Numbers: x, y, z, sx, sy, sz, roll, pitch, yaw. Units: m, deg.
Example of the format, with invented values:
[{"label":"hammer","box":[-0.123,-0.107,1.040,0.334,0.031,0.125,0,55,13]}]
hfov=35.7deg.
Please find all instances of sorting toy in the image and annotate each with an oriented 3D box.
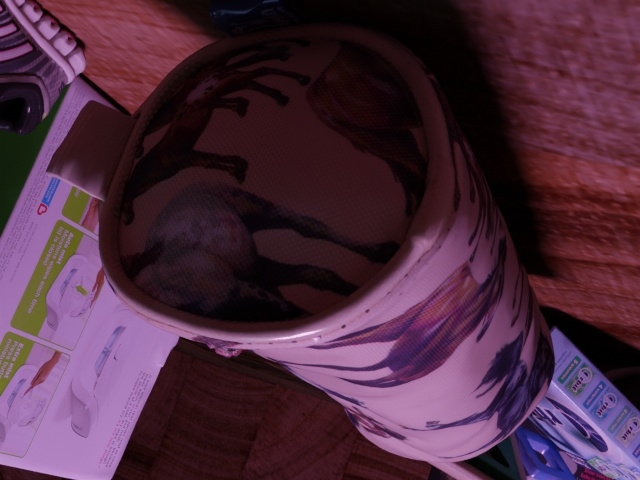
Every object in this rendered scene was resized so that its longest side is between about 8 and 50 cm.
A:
[{"label":"sorting toy","box":[0.110,0.134,0.854,0.348,0.047,0.196,33,-160,-17]}]

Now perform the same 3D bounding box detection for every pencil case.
[{"label":"pencil case","box":[0.030,0.028,0.582,0.184,0.160,0.410,27,172,26]}]

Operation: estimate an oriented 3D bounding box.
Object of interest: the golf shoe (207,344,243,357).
[{"label":"golf shoe","box":[-0.207,0.126,1.674,0.186,0.067,0.086,22,139,3]}]

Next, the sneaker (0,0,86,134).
[{"label":"sneaker","box":[-0.199,-0.111,0.542,0.063,0.074,0.170,14,166,29]}]

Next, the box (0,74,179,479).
[{"label":"box","box":[-0.211,0.031,0.748,0.127,0.262,0.231,15,168,26]}]

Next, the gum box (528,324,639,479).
[{"label":"gum box","box":[0.223,0.147,0.900,0.184,0.041,0.157,44,168,-11]}]

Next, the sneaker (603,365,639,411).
[{"label":"sneaker","box":[0.328,0.152,0.862,0.086,0.064,0.192,24,172,-41]}]

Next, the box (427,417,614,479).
[{"label":"box","box":[0.217,0.267,1.060,0.165,0.270,0.143,24,168,-17]}]
